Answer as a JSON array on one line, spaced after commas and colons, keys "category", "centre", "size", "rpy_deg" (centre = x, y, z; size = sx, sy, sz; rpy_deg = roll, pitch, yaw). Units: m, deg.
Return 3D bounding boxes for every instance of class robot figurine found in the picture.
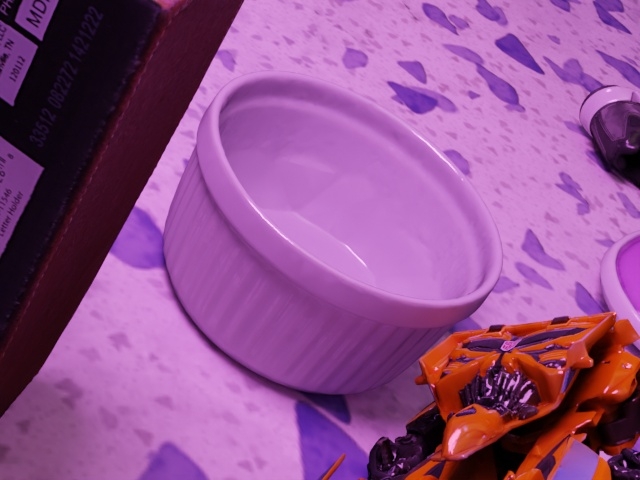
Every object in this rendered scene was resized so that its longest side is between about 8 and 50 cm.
[{"category": "robot figurine", "centre": [0.076, 0.127, 0.641], "size": [0.291, 0.211, 0.085], "rpy_deg": [-45, 116, -47]}]

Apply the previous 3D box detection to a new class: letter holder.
[{"category": "letter holder", "centre": [-0.140, -0.067, 0.583], "size": [0.152, 0.302, 0.214], "rpy_deg": [35, 37, 0]}]

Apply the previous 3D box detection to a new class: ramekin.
[{"category": "ramekin", "centre": [0.000, 0.000, 0.817], "size": [0.207, 0.109, 0.207], "rpy_deg": [24, 35, -17]}]

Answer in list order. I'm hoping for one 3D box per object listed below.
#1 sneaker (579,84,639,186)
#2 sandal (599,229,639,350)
[{"category": "sneaker", "centre": [0.363, -0.070, 1.268], "size": [0.234, 0.078, 0.106], "rpy_deg": [19, 38, -17]}, {"category": "sandal", "centre": [0.399, 0.036, 1.133], "size": [0.416, 0.102, 0.169], "rpy_deg": [3, 44, -40]}]
